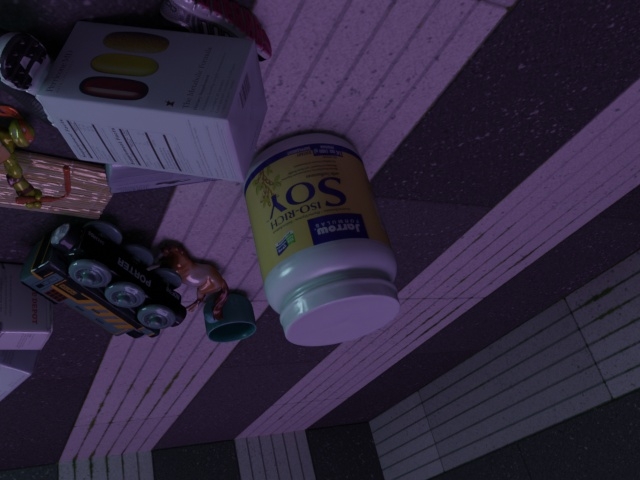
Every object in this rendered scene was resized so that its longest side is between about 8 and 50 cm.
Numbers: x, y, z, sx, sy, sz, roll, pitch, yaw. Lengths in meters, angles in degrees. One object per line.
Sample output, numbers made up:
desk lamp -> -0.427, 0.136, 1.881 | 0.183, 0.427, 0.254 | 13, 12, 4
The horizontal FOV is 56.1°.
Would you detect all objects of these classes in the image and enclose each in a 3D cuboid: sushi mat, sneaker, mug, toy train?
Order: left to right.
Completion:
sushi mat -> -0.507, -0.098, 1.002 | 0.317, 0.019, 0.151 | 8, 144, -36
sneaker -> -0.390, -0.218, 0.795 | 0.106, 0.078, 0.234 | 24, 171, 5
toy train -> -0.426, 0.089, 1.207 | 0.190, 0.142, 0.334 | -22, 136, 22
sneaker -> -0.144, -0.284, 0.809 | 0.170, 0.063, 0.075 | 19, 139, -42
mug -> -0.237, 0.190, 1.558 | 0.130, 0.097, 0.157 | -8, 150, -12

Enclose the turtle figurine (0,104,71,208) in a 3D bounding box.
turtle figurine -> -0.509, -0.134, 0.865 | 0.217, 0.087, 0.269 | -27, 139, -8

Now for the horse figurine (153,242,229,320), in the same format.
horse figurine -> -0.304, 0.098, 1.380 | 0.174, 0.066, 0.263 | -45, 133, 17

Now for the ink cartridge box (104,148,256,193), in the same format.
ink cartridge box -> -0.239, -0.131, 0.991 | 0.223, 0.045, 0.224 | -10, 177, -21

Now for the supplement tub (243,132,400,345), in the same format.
supplement tub -> 0.000, 0.000, 1.095 | 0.241, 0.331, 0.241 | -12, 151, -7

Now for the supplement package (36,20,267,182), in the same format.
supplement package -> -0.210, -0.181, 0.791 | 0.244, 0.139, 0.134 | 8, 152, 7

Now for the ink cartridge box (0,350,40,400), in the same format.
ink cartridge box -> -0.931, 0.285, 1.442 | 0.385, 0.091, 0.308 | 32, 129, -32

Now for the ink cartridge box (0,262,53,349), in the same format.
ink cartridge box -> -0.653, 0.128, 1.183 | 0.218, 0.158, 0.092 | 7, 143, -34
